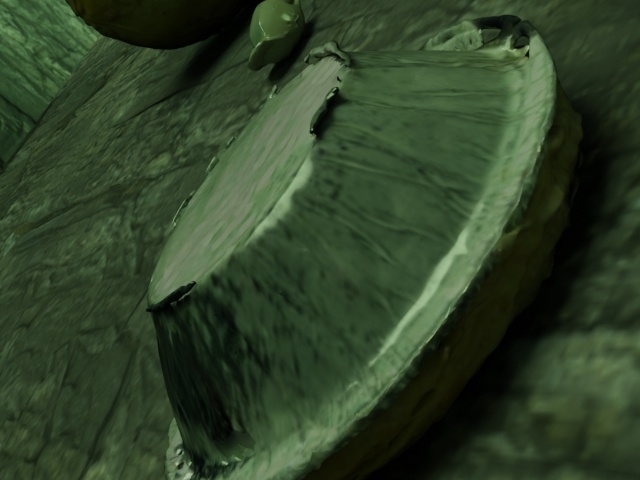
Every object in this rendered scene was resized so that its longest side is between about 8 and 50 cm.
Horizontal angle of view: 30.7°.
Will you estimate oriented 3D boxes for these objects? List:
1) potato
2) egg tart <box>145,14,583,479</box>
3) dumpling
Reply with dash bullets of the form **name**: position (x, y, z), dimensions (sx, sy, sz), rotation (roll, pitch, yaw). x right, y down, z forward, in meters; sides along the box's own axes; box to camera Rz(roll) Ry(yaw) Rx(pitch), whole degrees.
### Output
- **potato**: position (-0.132, -0.304, 1.213), dimensions (0.299, 0.196, 0.246), rotation (-5, 29, 28)
- **egg tart**: position (0.000, 0.000, 0.463), dimensions (0.234, 0.094, 0.234), rotation (-46, 20, 23)
- **dumpling**: position (-0.038, -0.162, 0.930), dimensions (0.059, 0.043, 0.077), rotation (123, 154, -44)
